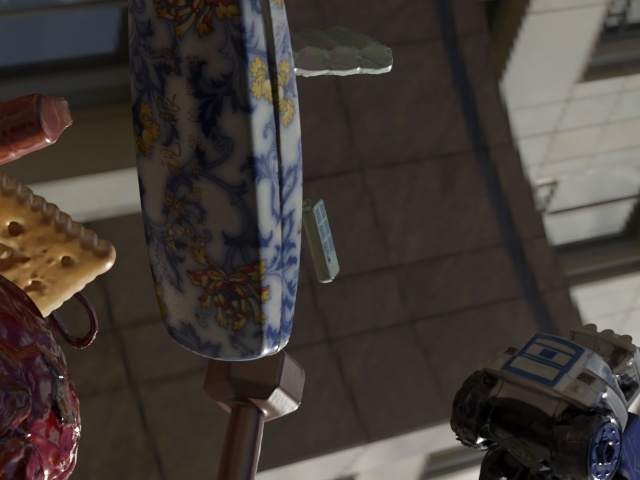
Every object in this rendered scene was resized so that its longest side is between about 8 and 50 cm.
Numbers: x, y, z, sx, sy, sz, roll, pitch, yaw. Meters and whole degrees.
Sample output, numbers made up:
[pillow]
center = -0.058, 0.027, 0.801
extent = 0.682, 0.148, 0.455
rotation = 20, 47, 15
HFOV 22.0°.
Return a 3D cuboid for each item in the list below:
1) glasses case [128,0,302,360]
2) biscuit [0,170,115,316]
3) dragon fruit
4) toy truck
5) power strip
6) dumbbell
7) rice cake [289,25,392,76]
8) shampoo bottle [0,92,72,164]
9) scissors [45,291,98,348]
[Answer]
[glasses case]
center = -0.057, -0.051, 0.903
extent = 0.087, 0.065, 0.248
rotation = 8, -68, 30
[biscuit]
center = -0.317, -0.005, 1.433
extent = 0.160, 0.250, 0.030
rotation = -34, -141, 26
[dragon fruit]
center = -0.335, 0.132, 1.284
extent = 0.342, 0.277, 0.277
rotation = 43, -44, 51
[toy truck]
center = 0.243, 0.172, 1.540
extent = 0.161, 0.177, 0.213
rotation = 19, -35, 42
[power strip]
center = 0.000, 0.000, 1.702
extent = 0.040, 0.016, 0.090
rotation = -47, 124, -68
[dumbbell]
center = -0.074, 0.203, 1.471
extent = 0.092, 0.082, 0.230
rotation = -24, -132, 51
[rice cake]
center = -0.024, -0.213, 1.853
extent = 0.198, 0.189, 0.037
rotation = -108, -164, -75
[shampoo bottle]
center = -0.273, -0.039, 1.005
extent = 0.085, 0.244, 0.085
rotation = -17, 90, -79
[scissors]
center = -0.320, 0.009, 1.612
extent = 0.017, 0.144, 0.247
rotation = -102, 175, -70
